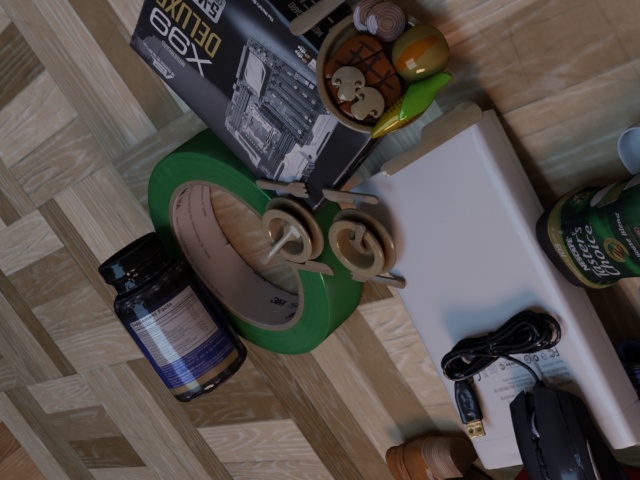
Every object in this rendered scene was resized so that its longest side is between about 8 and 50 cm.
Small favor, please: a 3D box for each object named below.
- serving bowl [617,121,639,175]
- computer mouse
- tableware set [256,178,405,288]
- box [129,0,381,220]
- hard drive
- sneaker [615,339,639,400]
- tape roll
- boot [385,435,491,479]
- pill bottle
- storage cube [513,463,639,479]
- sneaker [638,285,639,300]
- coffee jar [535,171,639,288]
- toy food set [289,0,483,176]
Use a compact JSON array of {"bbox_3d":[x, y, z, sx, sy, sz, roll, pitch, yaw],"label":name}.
[{"bbox_3d":[0.303,-0.076,0.923,0.083,0.027,0.083,37,160,15],"label":"serving bowl"},{"bbox_3d":[0.209,0.209,1.076,0.184,0.060,0.262,-25,90,54],"label":"computer mouse"},{"bbox_3d":[0.000,0.000,1.200,0.194,0.039,0.128,10,130,42],"label":"tableware set"},{"bbox_3d":[-0.061,-0.197,1.177,0.307,0.076,0.242,46,146,3],"label":"box"},{"bbox_3d":[0.178,0.064,1.121,0.233,0.047,0.353,-29,87,55],"label":"hard drive"},{"bbox_3d":[0.324,0.145,1.092,0.221,0.083,0.087,-35,80,53],"label":"sneaker"},{"bbox_3d":[-0.091,0.004,1.408,0.321,0.077,0.321,29,141,26],"label":"tape roll"},{"bbox_3d":[0.179,0.355,1.456,0.152,0.073,0.197,-23,93,54],"label":"boot"},{"bbox_3d":[-0.206,0.103,1.457,0.123,0.123,0.219,-17,109,54],"label":"pill bottle"},{"bbox_3d":[0.305,0.381,1.227,0.184,0.193,0.215,12,132,42],"label":"storage cube"},{"bbox_3d":[0.391,0.073,0.942,0.212,0.080,0.094,35,132,21],"label":"sneaker"},{"bbox_3d":[0.275,-0.010,0.950,0.096,0.079,0.184,50,160,-7],"label":"coffee jar"},{"bbox_3d":[0.057,-0.168,1.019,0.192,0.132,0.038,57,-170,6],"label":"toy food set"}]
